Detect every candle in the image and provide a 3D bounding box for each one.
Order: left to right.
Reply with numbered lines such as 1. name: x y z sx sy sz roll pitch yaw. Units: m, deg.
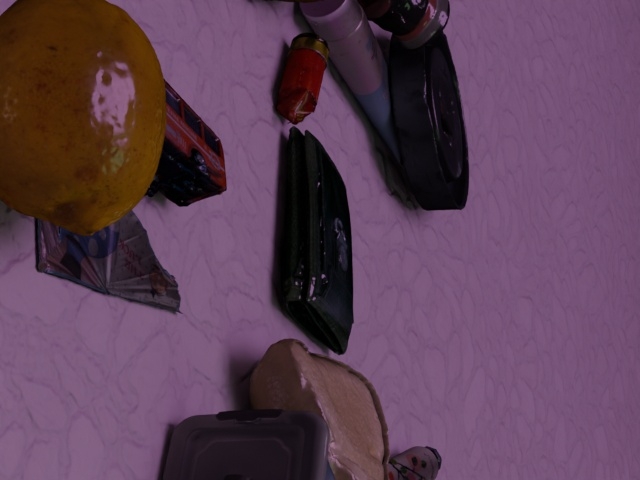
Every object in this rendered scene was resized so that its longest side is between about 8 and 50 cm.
1. candle: -0.022 -0.191 1.912 0.052 0.052 0.131 56 33 -41

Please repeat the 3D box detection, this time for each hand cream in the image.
1. hand cream: 0.063 -0.224 2.097 0.312 0.070 0.111 52 30 -52
2. hand cream: 0.086 0.303 1.959 0.234 0.050 0.080 -19 102 -59

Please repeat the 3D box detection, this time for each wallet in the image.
1. wallet: 0.003 0.000 1.890 0.160 0.055 0.236 54 33 -56

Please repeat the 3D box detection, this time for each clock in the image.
1. clock: 0.155 -0.177 2.235 0.280 0.055 0.281 -9 90 -75

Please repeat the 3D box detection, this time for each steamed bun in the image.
1. steamed bun: -0.003 0.227 1.710 0.231 0.110 0.212 36 31 -53

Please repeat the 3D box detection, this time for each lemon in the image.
1. lemon: -0.212 -0.109 1.327 0.170 0.170 0.207 30 58 -59

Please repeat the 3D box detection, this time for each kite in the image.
1. kite: -0.203 -0.059 1.512 0.335 0.011 0.314 68 27 -24

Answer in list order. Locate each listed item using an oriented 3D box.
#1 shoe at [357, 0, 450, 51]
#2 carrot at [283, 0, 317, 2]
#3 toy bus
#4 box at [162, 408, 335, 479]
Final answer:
1. shoe: 0.070 -0.389 2.119 0.137 0.114 0.291 12 53 -47
2. carrot: -0.026 -0.414 1.779 0.341 0.241 0.241 68 27 -19
3. toy bus: -0.169 -0.115 1.523 0.235 0.073 0.096 48 29 -50
4. box: -0.068 0.278 1.495 0.130 0.162 0.227 66 25 -49
